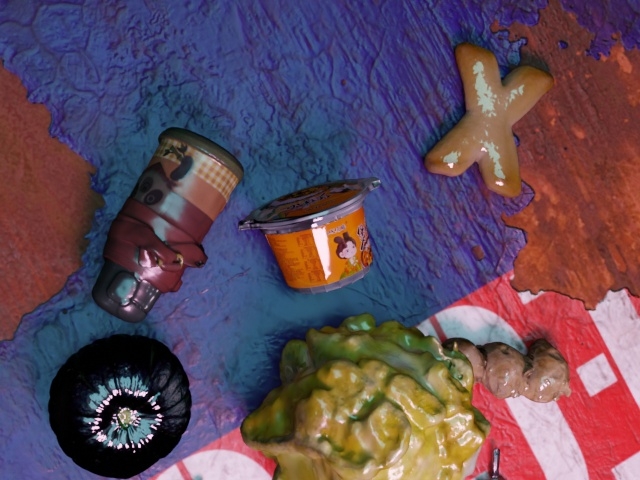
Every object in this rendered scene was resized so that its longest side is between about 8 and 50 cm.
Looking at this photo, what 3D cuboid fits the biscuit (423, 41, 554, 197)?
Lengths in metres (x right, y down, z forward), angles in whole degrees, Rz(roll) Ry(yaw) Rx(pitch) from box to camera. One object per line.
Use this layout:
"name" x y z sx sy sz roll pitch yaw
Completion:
"biscuit" 0.258 -0.183 1.641 0.164 0.047 0.208 18 84 -9

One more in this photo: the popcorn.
"popcorn" 0.055 0.246 1.480 0.312 0.312 0.312 0 87 -10

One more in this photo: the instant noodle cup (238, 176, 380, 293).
"instant noodle cup" 0.000 0.000 1.536 0.208 0.177 0.126 -15 104 9

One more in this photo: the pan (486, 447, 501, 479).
"pan" 0.261 0.369 1.628 0.068 0.023 0.115 4 90 -9

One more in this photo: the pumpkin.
"pumpkin" -0.275 0.225 1.487 0.201 0.140 0.202 -4 101 -18

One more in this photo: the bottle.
"bottle" -0.216 -0.013 1.496 0.143 0.156 0.271 28 79 -1

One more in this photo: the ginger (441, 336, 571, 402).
"ginger" 0.272 0.191 1.612 0.204 0.080 0.104 6 54 -10
